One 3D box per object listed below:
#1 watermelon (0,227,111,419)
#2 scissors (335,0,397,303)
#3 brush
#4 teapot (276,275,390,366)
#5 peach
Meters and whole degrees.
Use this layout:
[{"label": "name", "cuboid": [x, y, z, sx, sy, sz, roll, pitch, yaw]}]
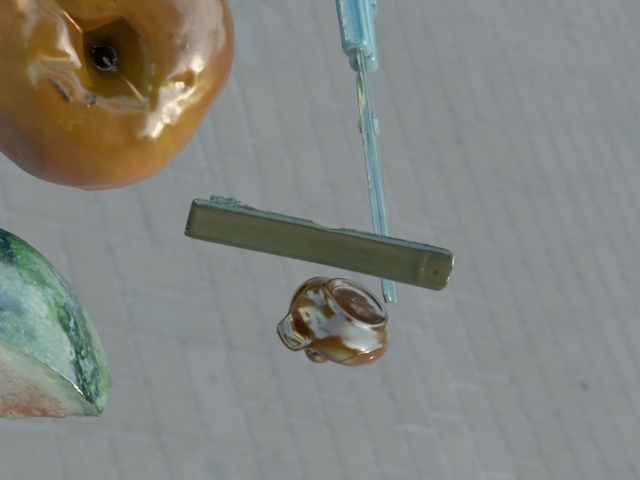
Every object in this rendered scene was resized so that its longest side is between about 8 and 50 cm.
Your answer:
[{"label": "watermelon", "cuboid": [-0.292, 0.063, 1.295, 0.256, 0.176, 0.260, 38, 29, -12]}, {"label": "scissors", "cuboid": [0.043, -0.150, 1.529, 0.192, 0.029, 0.447, 54, 28, -68]}, {"label": "brush", "cuboid": [0.000, 0.000, 1.096, 0.190, 0.034, 0.027, 12, 23, -6]}, {"label": "teapot", "cuboid": [0.009, 0.084, 1.460, 0.098, 0.078, 0.129, 49, 24, 23]}, {"label": "peach", "cuboid": [-0.274, -0.230, 1.882, 0.342, 0.343, 0.301, 33, 1, -22]}]
